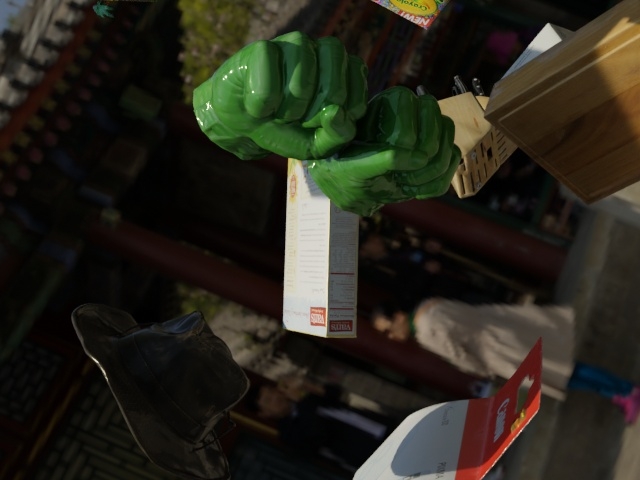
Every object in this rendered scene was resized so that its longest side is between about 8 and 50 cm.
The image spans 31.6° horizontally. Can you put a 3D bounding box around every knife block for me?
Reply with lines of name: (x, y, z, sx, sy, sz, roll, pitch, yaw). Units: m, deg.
knife block: (0.233, -0.201, 2.075, 0.275, 0.242, 0.088, -45, -47, -37)

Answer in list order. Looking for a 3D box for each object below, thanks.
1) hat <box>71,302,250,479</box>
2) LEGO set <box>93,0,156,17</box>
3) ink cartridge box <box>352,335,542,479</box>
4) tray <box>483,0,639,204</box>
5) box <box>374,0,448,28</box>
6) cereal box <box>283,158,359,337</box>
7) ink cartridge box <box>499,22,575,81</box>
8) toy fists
hat: (-0.178, 0.177, 1.521, 0.134, 0.331, 0.331, -35, -4, 6)
LEGO set: (-0.184, -0.373, 1.115, 0.192, 0.255, 0.331, -12, -61, -51)
ink cartridge box: (0.169, 0.302, 1.644, 0.385, 0.091, 0.308, -53, -1, 18)
tray: (0.412, -0.194, 1.366, 0.411, 0.203, 0.076, -30, 29, 50)
box: (0.096, -0.481, 1.473, 0.279, 0.290, 0.177, -51, 18, 50)
cereal box: (0.000, 0.000, 1.437, 0.173, 0.047, 0.240, 180, 91, -70)
ink cartridge box: (0.376, -0.206, 1.666, 0.128, 0.176, 0.127, 8, -46, -41)
toy fists: (0.019, -0.108, 1.094, 0.142, 0.279, 0.096, -32, 46, 37)
